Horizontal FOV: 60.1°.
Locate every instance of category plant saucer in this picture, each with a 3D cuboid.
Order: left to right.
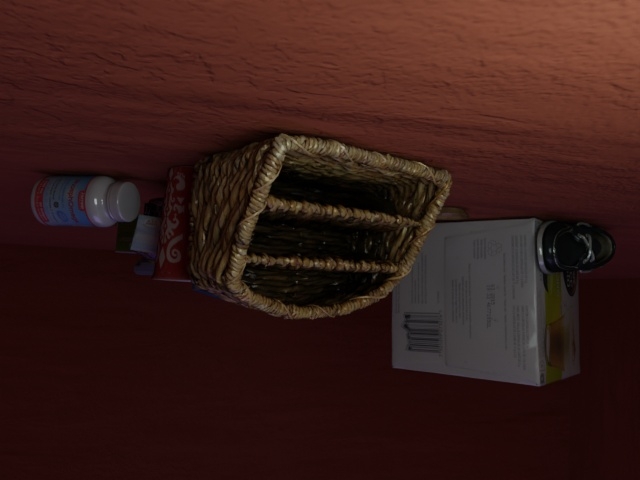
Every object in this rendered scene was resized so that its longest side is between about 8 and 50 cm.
[{"bbox_3d":[0.246,-0.053,1.071,0.083,0.015,0.083,4,174,0],"label":"plant saucer"}]

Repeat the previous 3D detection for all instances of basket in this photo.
[{"bbox_3d":[0.000,0.000,0.733,0.299,0.214,0.223,7,174,-39],"label":"basket"}]

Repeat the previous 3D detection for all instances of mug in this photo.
[{"bbox_3d":[-0.180,-0.022,0.835,0.113,0.170,0.150,9,171,-44],"label":"mug"}]

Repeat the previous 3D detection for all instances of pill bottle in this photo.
[{"bbox_3d":[-0.390,-0.065,0.924,0.160,0.087,0.087,1,174,14],"label":"pill bottle"}]

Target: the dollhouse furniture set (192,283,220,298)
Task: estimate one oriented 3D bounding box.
[{"bbox_3d":[-0.193,0.054,1.655,0.286,0.198,0.303,-16,155,28],"label":"dollhouse furniture set"}]

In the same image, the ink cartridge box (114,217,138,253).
[{"bbox_3d":[-0.505,-0.004,1.567,0.255,0.097,0.188,-1,174,29],"label":"ink cartridge box"}]

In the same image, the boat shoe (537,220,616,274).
[{"bbox_3d":[0.532,0.011,1.143,0.091,0.115,0.302,-1,-175,40],"label":"boat shoe"}]

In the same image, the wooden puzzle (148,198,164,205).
[{"bbox_3d":[-0.325,-0.080,1.153,0.049,0.006,0.083,8,173,-40],"label":"wooden puzzle"}]

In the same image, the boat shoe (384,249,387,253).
[{"bbox_3d":[0.177,0.015,1.534,0.076,0.080,0.228,4,167,4],"label":"boat shoe"}]

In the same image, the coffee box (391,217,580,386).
[{"bbox_3d":[0.395,0.140,1.305,0.338,0.338,0.334,-3,172,39],"label":"coffee box"}]

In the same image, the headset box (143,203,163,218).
[{"bbox_3d":[-0.338,-0.061,1.222,0.083,0.032,0.062,4,174,9],"label":"headset box"}]

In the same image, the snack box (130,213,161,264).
[{"bbox_3d":[-0.222,0.022,1.005,0.174,0.070,0.207,9,168,2],"label":"snack box"}]

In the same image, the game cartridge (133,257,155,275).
[{"bbox_3d":[-0.416,0.047,1.738,0.198,0.062,0.297,5,-162,18],"label":"game cartridge"}]

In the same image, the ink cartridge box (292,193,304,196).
[{"bbox_3d":[-0.112,-0.056,0.934,0.127,0.073,0.175,10,172,-42],"label":"ink cartridge box"}]
